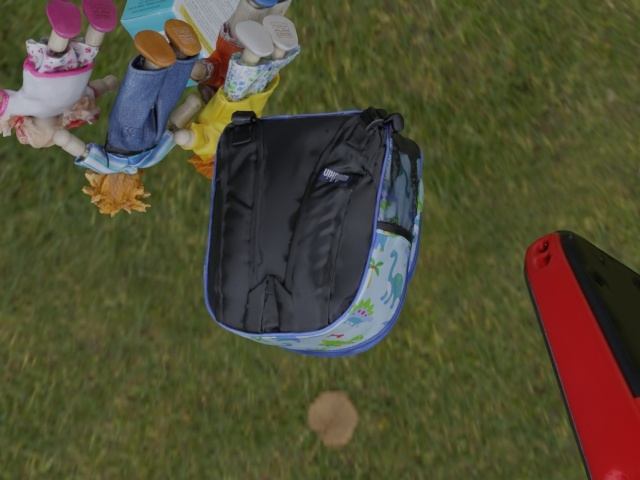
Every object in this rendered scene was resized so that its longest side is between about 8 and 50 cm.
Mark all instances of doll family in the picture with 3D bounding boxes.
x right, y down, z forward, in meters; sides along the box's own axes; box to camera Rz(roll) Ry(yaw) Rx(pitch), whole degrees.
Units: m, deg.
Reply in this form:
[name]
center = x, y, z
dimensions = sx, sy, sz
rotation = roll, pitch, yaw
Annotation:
[doll family]
center = -0.111, -0.094, 1.236
dimensions = 0.263, 0.118, 0.163
rotation = -15, 149, -35

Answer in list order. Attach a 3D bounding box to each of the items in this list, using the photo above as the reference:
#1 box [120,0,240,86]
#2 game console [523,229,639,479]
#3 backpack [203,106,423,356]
[box]
center = -0.116, -0.271, 1.604
dimensions = 0.060, 0.244, 0.100
rotation = -8, 140, 26
[game console]
center = 0.275, 0.184, 0.854
dimensions = 0.386, 0.342, 0.060
rotation = 31, 115, -29
[backpack]
center = 0.000, 0.000, 0.837
dimensions = 0.105, 0.084, 0.114
rotation = 1, 74, 30
